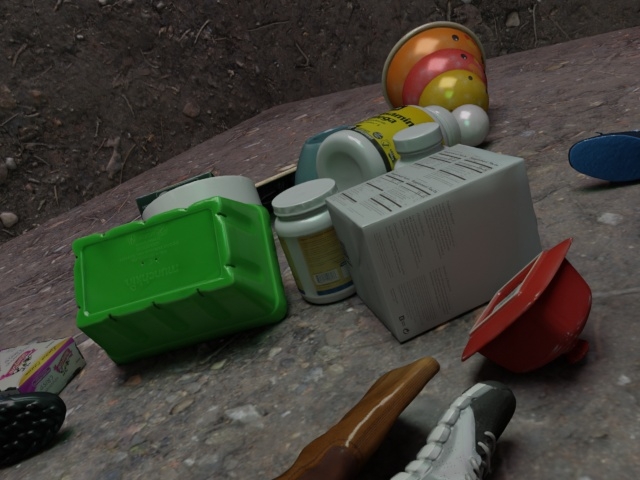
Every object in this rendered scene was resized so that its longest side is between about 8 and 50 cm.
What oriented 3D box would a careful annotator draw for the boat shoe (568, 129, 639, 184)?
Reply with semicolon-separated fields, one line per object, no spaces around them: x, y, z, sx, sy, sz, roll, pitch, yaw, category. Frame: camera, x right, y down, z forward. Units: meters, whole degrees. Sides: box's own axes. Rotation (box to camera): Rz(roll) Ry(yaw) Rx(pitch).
0.612;-0.162;1.066;0.258;0.109;0.089;4;20;12;boat shoe

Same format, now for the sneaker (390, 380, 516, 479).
0.145;0.240;0.514;0.229;0.086;0.132;-40;33;-21;sneaker

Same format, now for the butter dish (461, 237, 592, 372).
0.275;0.102;0.684;0.160;0.118;0.160;-38;-14;-42;butter dish

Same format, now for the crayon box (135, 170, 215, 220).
-0.360;-0.094;1.551;0.203;0.083;0.323;-20;-5;-2;crayon box

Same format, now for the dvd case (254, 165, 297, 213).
-0.151;-0.120;1.548;0.221;0.164;0.018;-25;67;-12;dvd case

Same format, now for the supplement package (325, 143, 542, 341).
0.180;-0.009;0.899;0.263;0.199;0.198;-23;21;-8;supplement package

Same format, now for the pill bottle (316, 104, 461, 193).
0.165;-0.195;1.246;0.334;0.188;0.188;-29;23;-37;pill bottle

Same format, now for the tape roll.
-0.279;-0.050;1.347;0.286;0.100;0.286;-21;-11;-4;tape roll

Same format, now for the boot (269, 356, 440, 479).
0.035;0.213;0.537;0.280;0.096;0.264;-33;-18;-33;boot

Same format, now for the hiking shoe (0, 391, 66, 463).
-0.557;0.300;0.908;0.304;0.113;0.132;-19;22;1;hiking shoe

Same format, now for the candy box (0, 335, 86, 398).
-0.602;0.272;1.071;0.233;0.071;0.159;-12;22;18;candy box

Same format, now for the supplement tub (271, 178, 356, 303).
0.000;0.000;1.032;0.144;0.199;0.144;-17;22;7;supplement tub

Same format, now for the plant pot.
0.053;-0.182;1.431;0.290;0.195;0.290;-16;22;7;plant pot

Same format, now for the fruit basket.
-0.252;0.073;1.102;0.392;0.283;0.392;-11;-21;-4;fruit basket

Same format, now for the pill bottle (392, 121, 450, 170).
0.215;-0.111;1.083;0.124;0.221;0.124;-17;21;7;pill bottle

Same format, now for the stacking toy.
0.401;-0.421;1.682;0.351;0.350;0.480;-18;40;5;stacking toy
